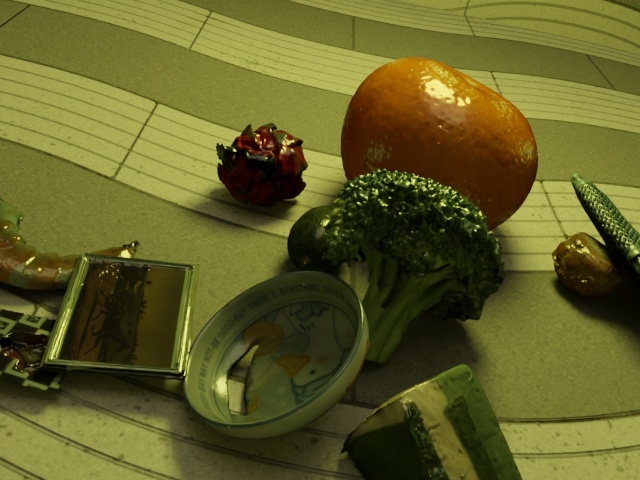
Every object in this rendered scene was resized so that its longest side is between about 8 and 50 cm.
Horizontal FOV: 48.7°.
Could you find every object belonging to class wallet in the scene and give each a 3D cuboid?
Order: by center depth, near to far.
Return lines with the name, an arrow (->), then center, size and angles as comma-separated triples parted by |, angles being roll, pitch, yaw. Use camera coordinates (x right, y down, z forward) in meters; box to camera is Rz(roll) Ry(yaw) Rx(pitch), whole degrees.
wallet -> 0.631, 0.018, 1.436 | 0.237, 0.075, 0.342 | 44, 21, -29

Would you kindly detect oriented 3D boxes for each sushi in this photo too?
sushi -> -0.446, 0.153, 0.986 | 0.201, 0.031, 0.139 | 13, 33, -7

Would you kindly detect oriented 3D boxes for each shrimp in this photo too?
shrimp -> -0.454, 0.012, 1.158 | 0.287, 0.068, 0.185 | 11, 36, -7

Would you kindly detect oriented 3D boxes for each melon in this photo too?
melon -> 0.000, 0.000, 1.298 | 0.114, 0.114, 0.167 | 20, 34, 10

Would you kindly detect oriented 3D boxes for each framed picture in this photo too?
framed picture -> -0.287, 0.103, 1.056 | 0.197, 0.014, 0.252 | 6, 37, -9

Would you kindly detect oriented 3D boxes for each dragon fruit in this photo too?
dragon fruit -> -0.111, -0.151, 1.437 | 0.182, 0.182, 0.189 | 36, 57, 29

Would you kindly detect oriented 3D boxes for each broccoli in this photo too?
broccoli -> 0.130, 0.031, 1.166 | 0.375, 0.302, 0.249 | 35, 17, -49

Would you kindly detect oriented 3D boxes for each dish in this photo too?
dish -> -0.045, 0.185, 1.002 | 0.273, 0.134, 0.273 | -18, 35, 13

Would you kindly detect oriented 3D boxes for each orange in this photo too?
orange -> 0.235, -0.182, 1.467 | 0.424, 0.326, 0.424 | 26, 23, -12

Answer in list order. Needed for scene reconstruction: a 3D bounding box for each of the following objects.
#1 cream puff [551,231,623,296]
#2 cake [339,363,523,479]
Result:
cream puff -> 0.531, 0.053, 1.425 | 0.126, 0.103, 0.144 | 18, 33, -25
cake -> 0.183, 0.294, 0.886 | 0.158, 0.172, 0.283 | -16, 46, -34
